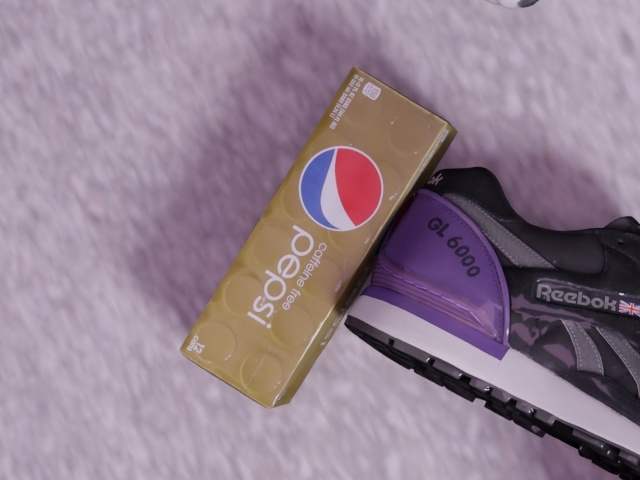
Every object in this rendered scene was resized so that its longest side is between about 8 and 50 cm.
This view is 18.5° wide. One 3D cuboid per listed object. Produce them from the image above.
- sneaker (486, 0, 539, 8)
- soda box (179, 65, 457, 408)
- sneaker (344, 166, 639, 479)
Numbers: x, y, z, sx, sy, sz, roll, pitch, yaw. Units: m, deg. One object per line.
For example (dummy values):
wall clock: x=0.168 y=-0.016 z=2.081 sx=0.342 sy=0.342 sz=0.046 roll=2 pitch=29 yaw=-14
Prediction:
sneaker: x=0.064 y=-0.257 z=1.042 sx=0.118 sy=0.110 sz=0.292 roll=-13 pitch=78 yaw=17
soda box: x=0.000 y=0.000 z=1.062 sx=0.061 sy=0.058 sz=0.181 roll=32 pitch=94 yaw=9
sneaker: x=0.164 y=0.055 z=1.014 sx=0.283 sy=0.107 sz=0.124 roll=28 pitch=83 yaw=5
